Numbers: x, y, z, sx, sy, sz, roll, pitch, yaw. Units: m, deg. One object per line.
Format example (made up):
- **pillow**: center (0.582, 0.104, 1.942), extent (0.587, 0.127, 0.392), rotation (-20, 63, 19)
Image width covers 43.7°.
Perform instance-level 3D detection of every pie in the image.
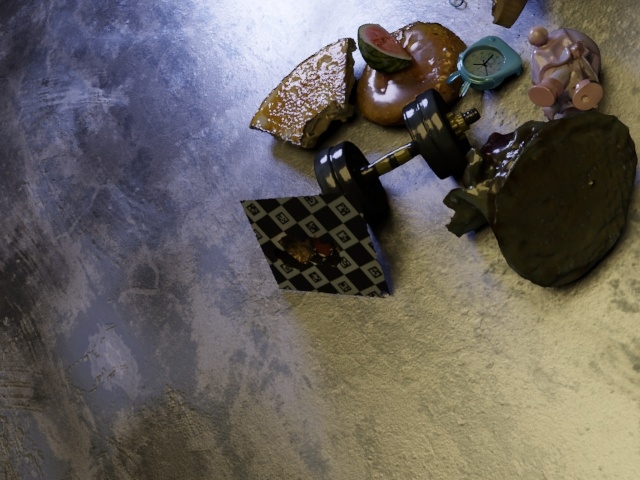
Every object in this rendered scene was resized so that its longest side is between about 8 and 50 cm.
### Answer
- **pie**: center (0.193, -0.362, 1.742), extent (0.274, 0.069, 0.273), rotation (-13, 62, 25)

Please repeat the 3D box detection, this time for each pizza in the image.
- **pizza**: center (-0.015, -0.316, 1.840), extent (0.323, 0.089, 0.223), rotation (-40, 52, 16)

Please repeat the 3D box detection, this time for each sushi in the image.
- **sushi**: center (0.000, 0.000, 1.671), extent (0.290, 0.264, 0.050), rotation (0, 37, 34)

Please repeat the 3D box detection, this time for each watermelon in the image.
- **watermelon**: center (0.121, -0.411, 1.743), extent (0.163, 0.087, 0.068), rotation (60, 146, 40)

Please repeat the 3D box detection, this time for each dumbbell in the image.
- **dumbbell**: center (0.150, -0.164, 1.629), extent (0.388, 0.185, 0.185), rotation (-28, 61, 21)

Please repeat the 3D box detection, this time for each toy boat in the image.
- **toy boat**: center (0.402, -0.591, 1.658), extent (0.121, 0.089, 0.320), rotation (152, 131, -72)

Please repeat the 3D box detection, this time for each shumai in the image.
- **shumai**: center (0.389, -0.108, 1.480), extent (0.330, 0.292, 0.288), rotation (-47, 18, -2)

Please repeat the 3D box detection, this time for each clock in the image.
- **clock**: center (0.330, -0.353, 1.637), extent (0.147, 0.045, 0.108), rotation (-32, 60, -9)

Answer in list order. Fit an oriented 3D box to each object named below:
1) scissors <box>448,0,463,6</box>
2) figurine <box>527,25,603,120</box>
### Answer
- **scissors**: center (0.284, -0.565, 1.786), extent (0.119, 0.014, 0.058), rotation (41, 93, 31)
- **figurine**: center (0.453, -0.309, 1.473), extent (0.133, 0.200, 0.276), rotation (-22, 22, 24)
